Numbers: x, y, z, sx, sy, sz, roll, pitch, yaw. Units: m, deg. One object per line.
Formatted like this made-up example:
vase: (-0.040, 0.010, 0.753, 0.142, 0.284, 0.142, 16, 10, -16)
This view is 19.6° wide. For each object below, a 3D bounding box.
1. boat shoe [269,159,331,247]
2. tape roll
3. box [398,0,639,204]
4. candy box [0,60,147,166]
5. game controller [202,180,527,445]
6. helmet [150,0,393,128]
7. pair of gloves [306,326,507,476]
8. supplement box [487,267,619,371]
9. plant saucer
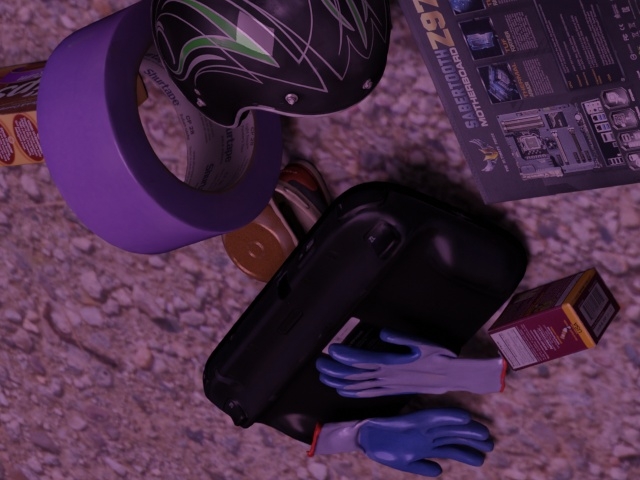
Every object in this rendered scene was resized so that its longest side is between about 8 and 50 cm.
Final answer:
boat shoe: (0.000, 0.000, 1.517, 0.049, 0.043, 0.137, -14, 114, 36)
tape roll: (-0.121, -0.088, 1.430, 0.080, 0.189, 0.189, -18, 110, 40)
box: (0.160, -0.144, 1.299, 0.183, 0.059, 0.232, -9, 117, 36)
candy box: (-0.252, -0.106, 1.557, 0.187, 0.109, 0.053, -5, 118, 36)
game controller: (0.030, 0.071, 1.514, 0.166, 0.067, 0.319, 16, 139, -22)
helmet: (-0.032, -0.166, 1.338, 0.169, 0.169, 0.161, 56, 149, -13)
pair of gloves: (0.071, 0.137, 1.524, 0.159, 0.023, 0.198, 2, 141, -5)
supplement box: (0.180, 0.062, 1.436, 0.083, 0.055, 0.043, -22, 108, 42)
plant saucer: (-0.052, 0.005, 1.572, 0.083, 0.015, 0.083, 17, 128, 22)
